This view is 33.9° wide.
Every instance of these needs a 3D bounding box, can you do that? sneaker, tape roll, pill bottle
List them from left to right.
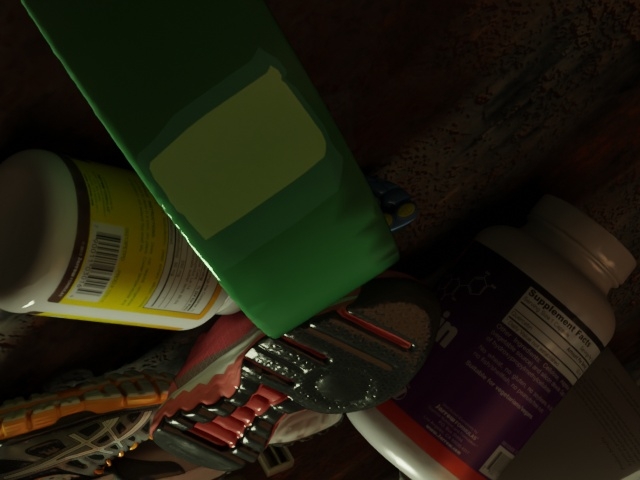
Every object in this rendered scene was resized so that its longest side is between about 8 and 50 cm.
[{"bbox_3d":[-0.208,0.176,0.981,0.215,0.084,0.083,-10,99,-18],"label":"sneaker"},{"bbox_3d":[-0.145,0.006,0.800,0.215,0.117,0.117,13,126,-48],"label":"pill bottle"},{"bbox_3d":[-0.077,-0.105,0.523,0.077,0.321,0.321,-33,147,0],"label":"tape roll"},{"bbox_3d":[-0.103,0.178,1.079,0.271,0.100,0.108,-20,103,-33],"label":"sneaker"},{"bbox_3d":[-0.032,0.077,0.871,0.116,0.136,0.314,34,134,-28],"label":"sneaker"},{"bbox_3d":[0.000,0.000,0.972,0.188,0.067,0.078,-27,155,0],"label":"sneaker"},{"bbox_3d":[0.186,0.112,1.126,0.323,0.181,0.181,-51,146,-1],"label":"pill bottle"}]

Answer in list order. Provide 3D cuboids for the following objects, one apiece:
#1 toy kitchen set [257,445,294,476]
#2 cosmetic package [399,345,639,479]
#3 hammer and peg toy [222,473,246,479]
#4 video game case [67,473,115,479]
[{"bbox_3d":[-0.043,0.204,1.186,0.068,0.075,0.083,-18,144,-24],"label":"toy kitchen set"},{"bbox_3d":[0.317,0.335,1.552,0.365,0.197,0.155,-24,147,-10],"label":"cosmetic package"},{"bbox_3d":[-0.123,0.405,1.214,0.127,0.266,0.361,-15,149,7],"label":"hammer and peg toy"},{"bbox_3d":[-0.264,0.239,0.974,0.122,0.011,0.087,-9,173,-40],"label":"video game case"}]
